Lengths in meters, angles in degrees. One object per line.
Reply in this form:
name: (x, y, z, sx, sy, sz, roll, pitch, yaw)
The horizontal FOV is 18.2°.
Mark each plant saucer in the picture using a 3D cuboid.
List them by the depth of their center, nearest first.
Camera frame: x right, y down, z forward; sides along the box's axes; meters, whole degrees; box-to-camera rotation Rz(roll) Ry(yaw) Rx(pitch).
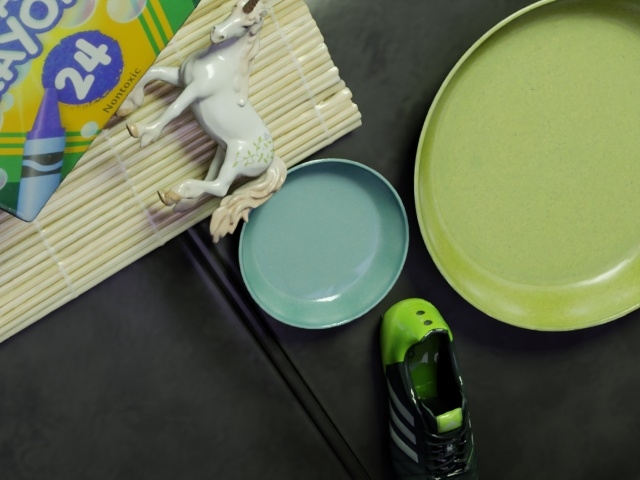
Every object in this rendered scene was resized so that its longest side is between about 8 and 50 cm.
plant saucer: (0.000, 0.000, 1.334, 0.119, 0.021, 0.119, -6, 110, -16)
plant saucer: (0.171, -0.056, 1.365, 0.241, 0.037, 0.241, -6, 110, -18)

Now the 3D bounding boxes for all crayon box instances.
crayon box: (-0.231, -0.162, 1.085, 0.323, 0.083, 0.203, 28, 105, -41)

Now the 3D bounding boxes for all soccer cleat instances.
soccer cleat: (0.078, 0.126, 1.375, 0.060, 0.072, 0.179, -18, 113, -12)

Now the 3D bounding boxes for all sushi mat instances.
sushi mat: (-0.135, -0.058, 1.270, 0.316, 0.019, 0.151, -31, 116, -7)

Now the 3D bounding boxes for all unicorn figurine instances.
unicorn figurine: (-0.067, -0.085, 1.247, 0.111, 0.060, 0.162, -30, 133, -8)
